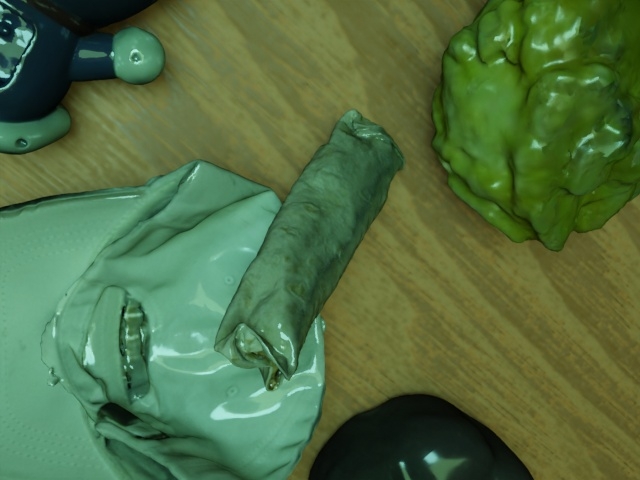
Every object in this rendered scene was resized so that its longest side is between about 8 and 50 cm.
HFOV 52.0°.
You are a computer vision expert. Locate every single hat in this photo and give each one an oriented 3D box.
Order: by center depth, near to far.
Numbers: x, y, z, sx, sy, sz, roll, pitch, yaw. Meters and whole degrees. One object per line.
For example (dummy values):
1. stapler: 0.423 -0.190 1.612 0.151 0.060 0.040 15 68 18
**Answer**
1. hat: -0.154 0.086 0.537 0.301 0.168 0.258 -4 82 10

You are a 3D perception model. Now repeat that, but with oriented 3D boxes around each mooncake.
1. mooncake: 0.100 0.278 0.648 0.244 0.133 0.245 -1 98 -10

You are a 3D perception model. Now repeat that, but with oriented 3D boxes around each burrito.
1. burrito: 0.000 0.000 0.516 0.082 0.059 0.275 43 47 -18

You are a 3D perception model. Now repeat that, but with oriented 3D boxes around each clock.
1. clock: -0.190 -0.184 0.449 0.199 0.146 0.243 33 101 -15

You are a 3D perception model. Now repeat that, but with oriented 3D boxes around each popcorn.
1. popcorn: 0.201 -0.115 0.559 0.233 0.192 0.266 -47 135 -16
